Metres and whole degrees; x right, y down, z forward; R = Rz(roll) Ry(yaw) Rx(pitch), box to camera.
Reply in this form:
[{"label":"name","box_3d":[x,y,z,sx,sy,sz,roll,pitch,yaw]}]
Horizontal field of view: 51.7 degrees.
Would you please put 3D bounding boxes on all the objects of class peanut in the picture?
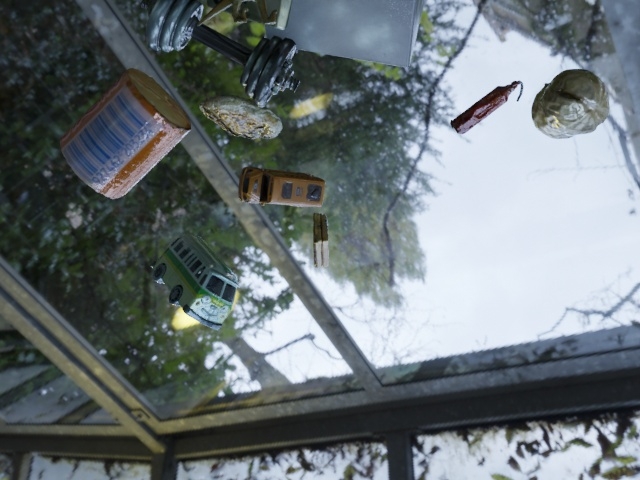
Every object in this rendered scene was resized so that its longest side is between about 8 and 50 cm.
[{"label":"peanut","box_3d":[0.547,-0.294,1.463,0.149,0.149,0.313,-31,179,5]}]

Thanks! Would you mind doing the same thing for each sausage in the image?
[{"label":"sausage","box_3d":[-0.533,-0.290,1.807,0.287,0.233,0.233,-42,-152,13]}]

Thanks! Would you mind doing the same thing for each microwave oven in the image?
[{"label":"microwave oven","box_3d":[0.068,-0.695,1.843,0.432,0.374,0.236,12,-112,8]}]

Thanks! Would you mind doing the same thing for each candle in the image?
[{"label":"candle","box_3d":[0.334,-0.265,1.318,0.162,0.048,0.053,-35,174,35]}]

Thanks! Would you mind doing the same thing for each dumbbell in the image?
[{"label":"dumbbell","box_3d":[-0.232,-0.460,1.547,0.179,0.406,0.179,-61,-174,10]}]

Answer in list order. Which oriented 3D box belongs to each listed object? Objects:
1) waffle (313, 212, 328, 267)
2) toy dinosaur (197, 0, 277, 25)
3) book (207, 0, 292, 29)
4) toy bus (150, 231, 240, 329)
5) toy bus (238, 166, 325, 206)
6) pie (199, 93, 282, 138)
[{"label":"waffle","box_3d":[0.000,0.000,1.857,0.042,0.148,0.102,-2,-124,-1]},{"label":"toy dinosaur","box_3d":[-0.129,-0.418,1.083,0.162,0.126,0.039,5,-172,15]},{"label":"book","box_3d":[-0.139,-0.595,1.370,0.043,0.260,0.371,2,-158,-33]},{"label":"toy bus","box_3d":[-0.328,0.101,1.766,0.164,0.134,0.276,-53,-138,1]},{"label":"toy bus","box_3d":[-0.088,-0.120,1.521,0.194,0.083,0.088,2,-170,-34]},{"label":"pie","box_3d":[-0.257,-0.397,2.127,0.274,0.274,0.055,1,-107,45]}]
